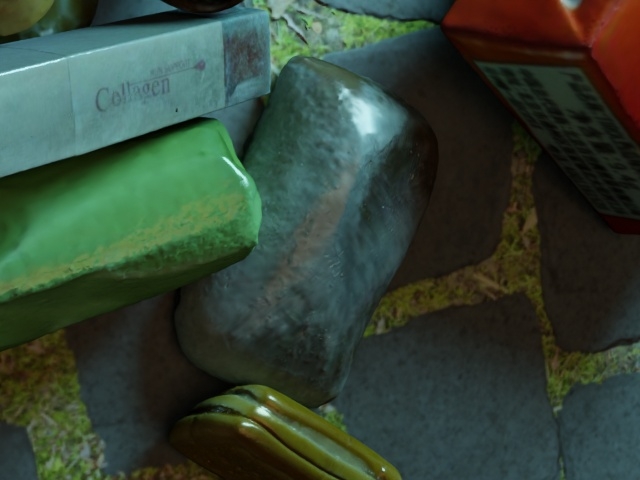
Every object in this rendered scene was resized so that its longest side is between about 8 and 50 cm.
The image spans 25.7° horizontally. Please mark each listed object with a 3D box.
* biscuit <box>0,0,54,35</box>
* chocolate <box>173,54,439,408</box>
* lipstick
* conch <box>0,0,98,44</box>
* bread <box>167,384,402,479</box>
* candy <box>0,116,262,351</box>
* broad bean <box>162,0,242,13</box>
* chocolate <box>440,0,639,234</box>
[{"bbox_3d":[-0.224,-0.323,1.037,0.275,0.052,0.354,16,75,11],"label":"biscuit"},{"bbox_3d":[0.000,0.000,1.240,0.185,0.100,0.303,25,89,-30],"label":"chocolate"},{"bbox_3d":[-0.170,-0.114,1.041,0.371,0.080,0.076,-27,123,-54],"label":"lipstick"},{"bbox_3d":[-0.233,-0.194,1.094,0.173,0.106,0.116,-30,96,-4],"label":"conch"},{"bbox_3d":[-0.030,0.192,1.244,0.200,0.116,0.077,35,65,-28],"label":"bread"},{"bbox_3d":[-0.215,0.000,1.103,0.344,0.132,0.142,-20,90,-19],"label":"candy"},{"bbox_3d":[-0.109,-0.294,1.109,0.156,0.122,0.228,-6,82,-21],"label":"broad bean"},{"bbox_3d":[0.334,-0.211,1.293,0.360,0.161,0.341,42,79,-39],"label":"chocolate"}]
